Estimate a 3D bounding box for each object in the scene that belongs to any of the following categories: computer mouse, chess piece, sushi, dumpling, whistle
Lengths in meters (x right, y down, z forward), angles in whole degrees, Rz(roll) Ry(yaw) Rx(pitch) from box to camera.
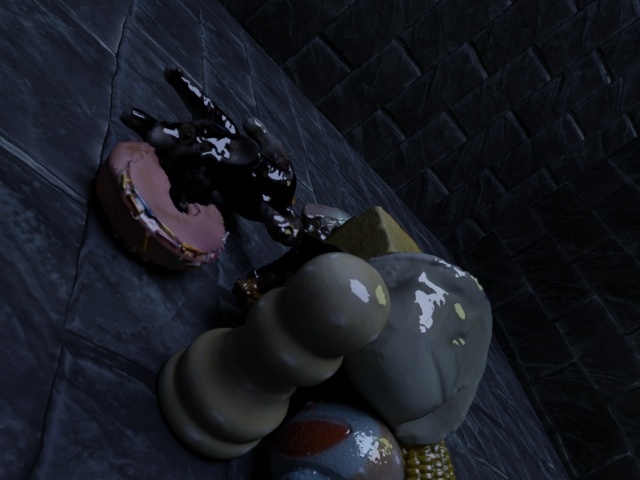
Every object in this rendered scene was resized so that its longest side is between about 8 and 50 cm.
[{"bbox_3d":[0.050,-0.016,1.558,0.389,0.115,0.199,31,26,-54],"label":"computer mouse"},{"bbox_3d":[-0.048,0.126,0.690,0.167,0.300,0.167,38,25,-21],"label":"chess piece"},{"bbox_3d":[0.001,0.172,0.945,0.348,0.208,0.234,63,-20,-9],"label":"sushi"},{"bbox_3d":[0.138,0.143,0.792,0.175,0.227,0.243,58,-11,45],"label":"dumpling"},{"bbox_3d":[-0.006,0.318,0.698,0.189,0.189,0.348,54,29,-2],"label":"whistle"}]

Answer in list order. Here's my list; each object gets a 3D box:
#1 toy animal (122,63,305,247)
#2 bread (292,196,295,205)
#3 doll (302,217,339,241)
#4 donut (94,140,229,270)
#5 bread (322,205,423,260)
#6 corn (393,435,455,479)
[{"bbox_3d":[-0.174,-0.131,1.055,0.344,0.194,0.302,22,31,-51],"label":"toy animal"},{"bbox_3d":[-0.122,-0.117,1.363,0.132,0.074,0.053,43,32,-28],"label":"bread"},{"bbox_3d":[0.000,0.000,1.394,0.139,0.057,0.165,53,43,-5],"label":"doll"},{"bbox_3d":[-0.247,-0.041,0.868,0.233,0.085,0.199,47,18,-23],"label":"donut"},{"bbox_3d":[0.108,0.121,1.194,0.279,0.279,0.207,41,24,-29],"label":"bread"},{"bbox_3d":[0.153,0.445,0.823,0.144,0.144,0.387,26,46,-57],"label":"corn"}]
